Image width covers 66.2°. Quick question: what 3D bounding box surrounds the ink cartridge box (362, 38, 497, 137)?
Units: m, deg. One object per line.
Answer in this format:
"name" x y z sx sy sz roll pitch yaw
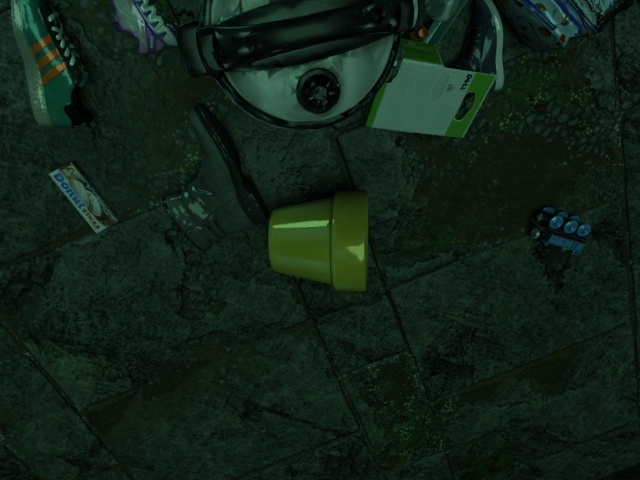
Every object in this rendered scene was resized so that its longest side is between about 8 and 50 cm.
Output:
"ink cartridge box" 0.245 -0.351 1.152 0.255 0.097 0.189 5 140 -12

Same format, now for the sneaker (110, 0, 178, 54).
"sneaker" -0.402 -0.490 1.021 0.104 0.095 0.236 -29 117 13

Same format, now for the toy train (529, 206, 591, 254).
"toy train" 0.695 -0.027 1.429 0.184 0.080 0.105 14 117 -16

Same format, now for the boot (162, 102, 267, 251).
"boot" -0.291 -0.137 1.192 0.223 0.118 0.338 -22 112 7

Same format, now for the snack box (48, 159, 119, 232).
"snack box" -0.576 -0.105 1.203 0.064 0.022 0.178 -27 116 5

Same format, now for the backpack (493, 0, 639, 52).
"backpack" 0.501 -0.554 1.066 0.213 0.276 0.263 -40 102 8

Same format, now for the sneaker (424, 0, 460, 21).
"sneaker" 0.304 -0.586 1.020 0.115 0.105 0.281 17 90 -30

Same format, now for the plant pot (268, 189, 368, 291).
"plant pot" 0.000 0.000 1.241 0.239 0.254 0.254 1 115 6

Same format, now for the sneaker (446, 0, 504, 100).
"sneaker" 0.345 -0.447 1.168 0.163 0.086 0.226 -19 117 -4

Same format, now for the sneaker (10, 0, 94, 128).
"sneaker" -0.553 -0.387 1.036 0.121 0.108 0.302 -1 123 -10

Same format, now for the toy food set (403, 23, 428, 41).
"toy food set" 0.231 -0.567 1.082 0.111 0.104 0.232 20 110 -18

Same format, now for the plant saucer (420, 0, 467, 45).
"plant saucer" 0.281 -0.499 1.147 0.018 0.067 0.192 42 107 21

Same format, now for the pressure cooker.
"pressure cooker" -0.039 -0.406 0.936 0.375 0.420 0.370 31 107 -21
